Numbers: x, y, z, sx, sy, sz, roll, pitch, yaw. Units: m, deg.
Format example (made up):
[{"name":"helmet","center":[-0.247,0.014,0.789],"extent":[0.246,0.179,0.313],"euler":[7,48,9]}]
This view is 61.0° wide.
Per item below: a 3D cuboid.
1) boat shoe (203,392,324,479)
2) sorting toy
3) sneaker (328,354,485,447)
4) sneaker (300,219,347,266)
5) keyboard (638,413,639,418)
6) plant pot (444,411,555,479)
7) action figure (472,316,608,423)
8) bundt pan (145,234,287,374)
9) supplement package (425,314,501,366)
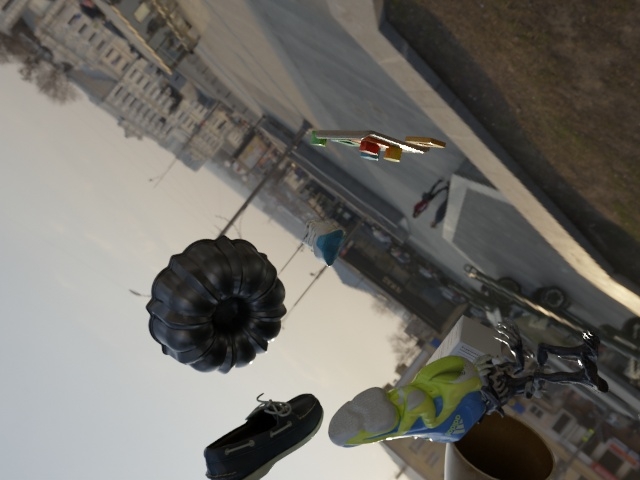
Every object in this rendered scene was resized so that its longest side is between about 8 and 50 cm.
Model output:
[{"name":"boat shoe","center":[-0.084,0.297,0.857],"extent":[0.095,0.079,0.255],"euler":[-10,-173,41]},{"name":"sorting toy","center":[0.113,-0.207,1.201],"extent":[0.196,0.047,0.348],"euler":[5,-173,-36]},{"name":"sneaker","center":[0.136,0.269,0.801],"extent":[0.126,0.240,0.091],"euler":[58,-167,-21]},{"name":"sneaker","center":[0.000,0.000,1.216],"extent":[0.092,0.087,0.229],"euler":[23,-178,5]},{"name":"keyboard","center":[0.596,0.339,0.893],"extent":[0.256,0.014,0.072],"euler":[22,-128,-33]},{"name":"plant pot","center":[0.389,0.573,1.274],"extent":[0.237,0.254,0.237],"euler":[8,-158,-3]},{"name":"action figure","center":[0.326,0.216,0.925],"extent":[0.140,0.276,0.164],"euler":[56,-141,-12]},{"name":"bundt pan","center":[-0.217,0.161,1.238],"extent":[0.331,0.330,0.124],"euler":[39,173,-35]},{"name":"supplement package","center":[0.435,0.377,1.677],"extent":[0.139,0.244,0.133],"euler":[28,-147,2]}]
